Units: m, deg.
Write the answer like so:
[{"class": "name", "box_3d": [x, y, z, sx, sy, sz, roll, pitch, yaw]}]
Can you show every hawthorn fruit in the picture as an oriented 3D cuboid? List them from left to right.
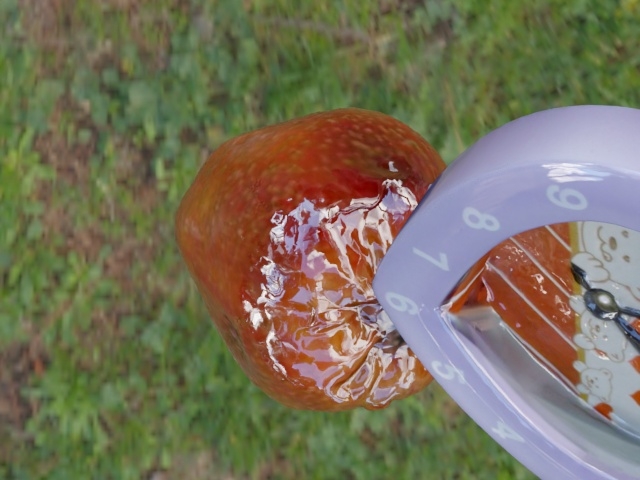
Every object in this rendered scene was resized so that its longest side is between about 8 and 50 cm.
[{"class": "hawthorn fruit", "box_3d": [0.008, 0.008, 1.075, 0.173, 0.179, 0.173, 0, 88, -14]}]

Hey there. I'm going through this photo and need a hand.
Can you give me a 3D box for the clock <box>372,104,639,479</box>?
[{"class": "clock", "box_3d": [0.106, 0.022, 0.728, 0.172, 0.064, 0.198, 17, 140, 27]}]
